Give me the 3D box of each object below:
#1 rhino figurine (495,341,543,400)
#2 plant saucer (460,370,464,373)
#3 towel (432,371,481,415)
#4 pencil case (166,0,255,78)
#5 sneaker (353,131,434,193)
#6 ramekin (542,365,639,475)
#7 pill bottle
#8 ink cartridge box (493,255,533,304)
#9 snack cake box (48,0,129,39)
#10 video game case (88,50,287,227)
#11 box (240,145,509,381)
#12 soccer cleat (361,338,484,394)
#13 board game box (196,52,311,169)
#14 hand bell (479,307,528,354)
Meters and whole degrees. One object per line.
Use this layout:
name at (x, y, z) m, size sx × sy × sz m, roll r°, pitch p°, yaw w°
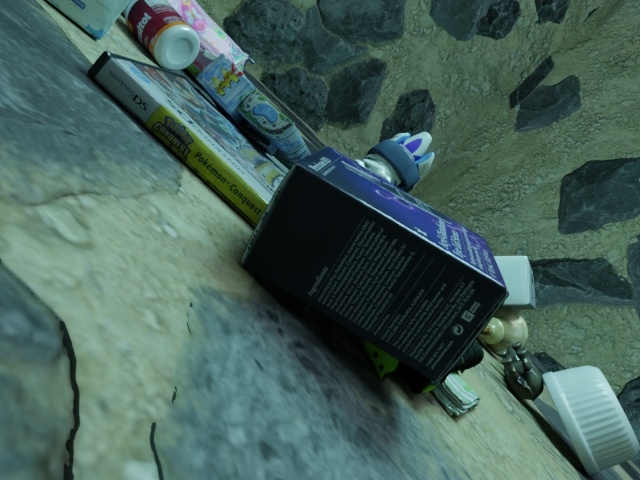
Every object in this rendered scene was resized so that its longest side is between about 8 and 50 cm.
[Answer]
rhino figurine at (0.453, 0.293, 1.136) m, size 0.106 × 0.073 × 0.243 m, roll 66°, pitch 14°, yaw 9°
plant saucer at (0.156, 0.066, 0.803) m, size 0.310 × 0.050 × 0.310 m, roll 56°, pitch 6°, yaw -9°
towel at (0.160, 0.173, 0.653) m, size 0.113 × 0.023 × 0.152 m, roll 51°, pitch 13°, yaw 27°
pencil case at (-0.276, -0.427, 1.013) m, size 0.284 × 0.124 × 0.124 m, roll 43°, pitch 11°, yaw -18°
sneaker at (0.101, -0.134, 0.944) m, size 0.130 × 0.236 × 0.323 m, roll 49°, pitch 15°, yaw 16°
ramekin at (0.549, 0.355, 1.010) m, size 0.207 × 0.109 × 0.207 m, roll 53°, pitch 21°, yaw -31°
pill bottle at (-0.287, -0.377, 0.878) m, size 0.152 × 0.086 × 0.086 m, roll 49°, pitch 12°, yaw 21°
ink cartridge box at (0.474, 0.126, 1.399) m, size 0.306 × 0.226 × 0.131 m, roll 20°, pitch 69°, yaw -64°
snack cake box at (-0.349, -0.393, 0.705) m, size 0.152 × 0.089 × 0.264 m, roll 35°, pitch 14°, yaw -34°
video game case at (-0.137, -0.132, 0.659) m, size 0.248 × 0.035 × 0.275 m, roll 43°, pitch 11°, yaw -8°
box at (0.053, 0.010, 0.482) m, size 0.207 × 0.108 × 0.153 m, roll 31°, pitch 20°, yaw 0°
soccer cleat at (0.118, 0.131, 0.539) m, size 0.179 × 0.060 × 0.072 m, roll 18°, pitch 41°, yaw -34°
board game box at (-0.110, -0.201, 0.811) m, size 0.194 × 0.060 × 0.194 m, roll 44°, pitch -2°, yaw 23°
hand bell at (0.402, 0.220, 1.224) m, size 0.242 × 0.126 × 0.126 m, roll 14°, pitch 30°, yaw -46°
